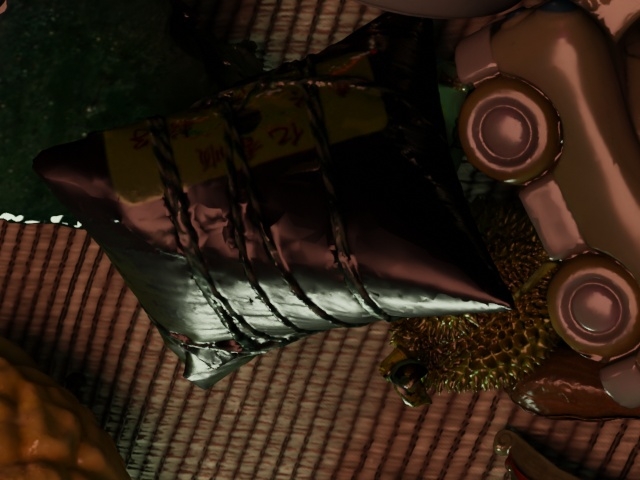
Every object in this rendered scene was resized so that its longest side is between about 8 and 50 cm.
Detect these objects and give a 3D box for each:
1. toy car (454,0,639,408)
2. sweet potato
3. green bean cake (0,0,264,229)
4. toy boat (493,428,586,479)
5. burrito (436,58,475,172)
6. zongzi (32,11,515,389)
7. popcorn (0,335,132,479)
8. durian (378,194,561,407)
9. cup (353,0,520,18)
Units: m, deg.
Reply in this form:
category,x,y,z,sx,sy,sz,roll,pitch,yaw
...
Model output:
category,x,y,z,sx,sy,sz,roll,pitch,yaw
toy car,0.281,-0.064,1.490,0.226,0.242,0.336,-27,91,28
sweet potato,0.280,0.143,1.659,0.233,0.062,0.081,15,132,19
green bean cake,-0.194,-0.165,1.664,0.300,0.308,0.169,-66,33,27
toy boat,0.235,0.241,1.706,0.185,0.071,0.089,22,157,19
burrito,0.068,-0.056,1.702,0.104,0.054,0.288,30,118,16
zongzi,0.000,0.000,1.533,0.383,0.362,0.319,-34,133,7
popcorn,-0.383,0.278,1.879,0.349,0.381,0.349,19,129,25
durian,0.141,0.055,1.650,0.159,0.146,0.198,13,102,-14
cup,0.097,-0.314,1.440,0.259,0.357,0.274,7,117,-12
